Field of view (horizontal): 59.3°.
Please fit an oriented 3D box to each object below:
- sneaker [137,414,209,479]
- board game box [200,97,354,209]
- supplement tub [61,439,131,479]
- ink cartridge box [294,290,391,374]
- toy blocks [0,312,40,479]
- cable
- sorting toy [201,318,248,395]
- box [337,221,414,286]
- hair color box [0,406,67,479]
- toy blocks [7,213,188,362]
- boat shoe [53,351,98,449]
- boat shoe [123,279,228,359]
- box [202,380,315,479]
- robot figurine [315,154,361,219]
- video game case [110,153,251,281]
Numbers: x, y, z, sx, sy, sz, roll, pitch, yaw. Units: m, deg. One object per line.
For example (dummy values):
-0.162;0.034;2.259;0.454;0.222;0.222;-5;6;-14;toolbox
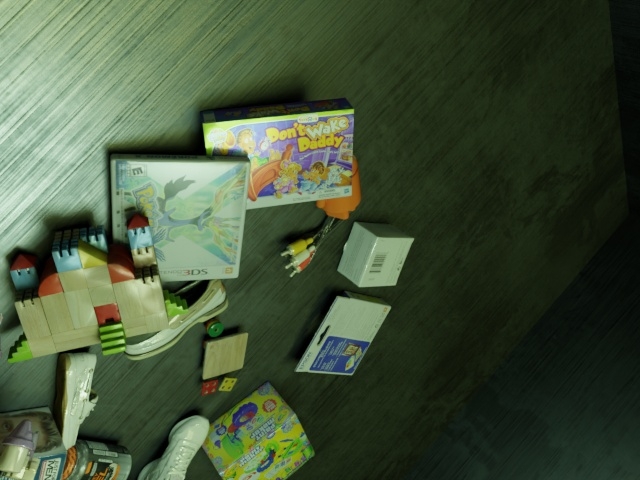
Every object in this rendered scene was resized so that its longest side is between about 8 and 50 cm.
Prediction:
-0.424;0.670;1.686;0.114;0.152;0.305;35;92;-35;sneaker
-0.098;-0.204;1.350;0.347;0.078;0.233;-9;125;-11;board game box
-0.615;0.599;1.503;0.117;0.117;0.190;-54;137;2;supplement tub
0.070;0.323;1.951;0.307;0.072;0.303;19;105;-44;ink cartridge box
-0.673;0.307;1.108;0.309;0.260;0.288;23;146;-24;toy blocks
0.000;0.000;1.666;0.287;0.072;0.139;-36;141;-17;cable
-0.290;0.336;1.659;0.132;0.046;0.274;-9;122;-37;sorting toy
0.177;0.044;1.814;0.182;0.119;0.181;1;116;-42;box
-0.773;0.485;1.247;0.347;0.174;0.105;4;114;-43;hair color box
-0.497;0.090;1.213;0.382;0.190;0.260;-11;119;-15;toy blocks
-0.601;0.402;1.396;0.096;0.098;0.277;-3;117;-39;boat shoe
-0.378;0.184;1.443;0.302;0.113;0.103;-34;134;-34;boat shoe
-0.207;0.680;1.866;0.290;0.177;0.279;-34;135;-18;box
0.046;-0.162;1.554;0.158;0.128;0.219;-19;130;-12;robot figurine
-0.325;-0.043;1.306;0.300;0.036;0.329;-2;123;-21;video game case
